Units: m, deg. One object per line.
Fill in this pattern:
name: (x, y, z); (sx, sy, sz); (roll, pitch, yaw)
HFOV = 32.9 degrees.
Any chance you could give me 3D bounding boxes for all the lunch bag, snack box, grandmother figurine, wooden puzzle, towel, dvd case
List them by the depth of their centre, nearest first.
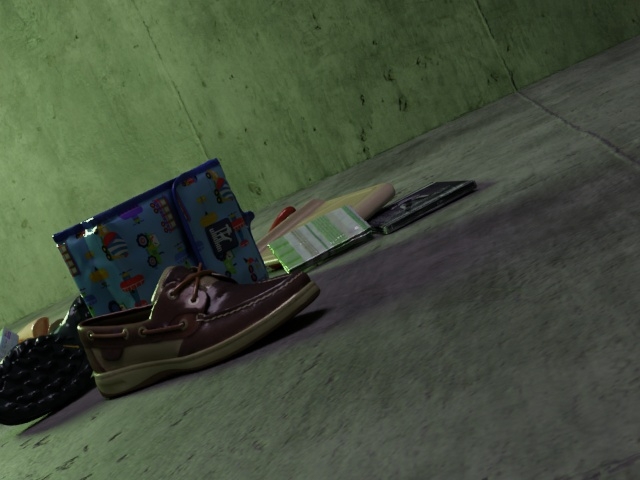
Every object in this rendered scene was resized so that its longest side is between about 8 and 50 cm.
lunch bag: (-0.202, 0.024, 1.588); (0.138, 0.221, 0.293); (-18, 10, 45)
towel: (0.000, 0.000, 1.740); (0.152, 0.023, 0.113); (-27, 30, -8)
dvd case: (0.151, -0.055, 1.790); (0.164, 0.018, 0.221); (-28, 8, -9)
snack box: (-0.567, 0.223, 1.870); (0.100, 0.037, 0.141); (-50, 21, 9)
wooden puzzle: (-0.005, -0.016, 1.884); (0.221, 0.044, 0.239); (-40, 18, -30)
grandmother figurine: (-0.576, 0.209, 2.081); (0.208, 0.104, 0.342); (-24, 6, -38)

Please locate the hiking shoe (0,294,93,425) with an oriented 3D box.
hiking shoe: (-0.388, 0.194, 1.591); (0.132, 0.113, 0.304); (-57, -5, 32)

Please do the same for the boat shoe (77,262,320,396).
boat shoe: (-0.164, 0.089, 1.345); (0.342, 0.123, 0.123); (-22, 7, 30)

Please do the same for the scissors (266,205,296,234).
scissors: (-0.131, 0.048, 1.989); (0.297, 0.021, 0.109); (-48, -19, -27)
